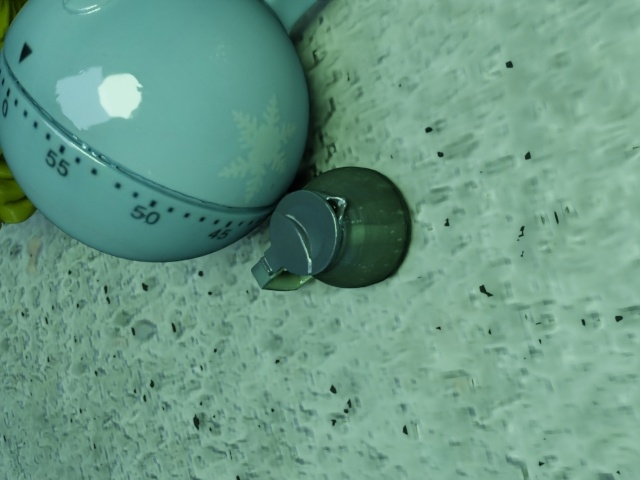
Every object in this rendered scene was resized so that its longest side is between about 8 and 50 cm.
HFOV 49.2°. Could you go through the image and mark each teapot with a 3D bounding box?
[{"bbox_3d":[0.000,0.000,0.370,0.088,0.057,0.066,-42,68,32],"label":"teapot"}]

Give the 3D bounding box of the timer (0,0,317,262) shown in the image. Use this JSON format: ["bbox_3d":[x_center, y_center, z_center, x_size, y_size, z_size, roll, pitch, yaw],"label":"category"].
[{"bbox_3d":[-0.071,-0.114,0.357,0.175,0.175,0.255,23,102,34],"label":"timer"}]

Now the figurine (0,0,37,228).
[{"bbox_3d":[-0.190,-0.157,0.375,0.168,0.187,0.315,47,137,7],"label":"figurine"}]
